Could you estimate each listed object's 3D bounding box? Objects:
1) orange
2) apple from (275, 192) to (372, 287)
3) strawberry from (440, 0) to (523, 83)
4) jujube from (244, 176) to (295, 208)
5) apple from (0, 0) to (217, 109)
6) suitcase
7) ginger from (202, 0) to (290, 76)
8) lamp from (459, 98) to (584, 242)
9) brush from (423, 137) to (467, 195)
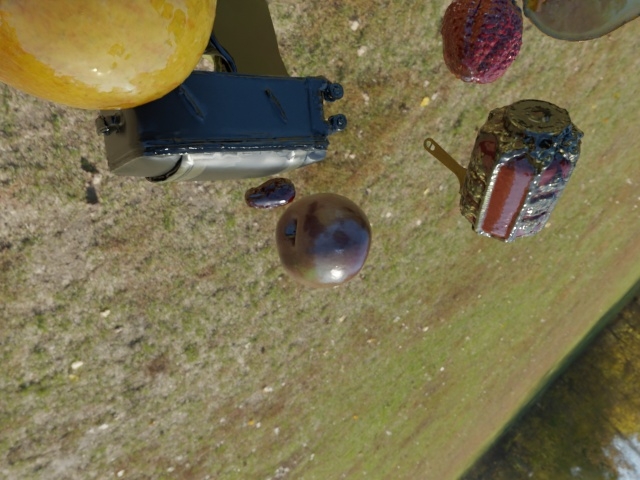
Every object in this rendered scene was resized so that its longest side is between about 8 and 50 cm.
[{"bbox_3d":[0.535,-0.517,0.815,0.274,0.274,0.310,-19,175,-36],"label":"orange"},{"bbox_3d":[0.000,0.000,1.313,0.235,0.305,0.305,8,121,-33],"label":"apple"},{"bbox_3d":[0.480,-0.618,1.385,0.288,0.250,0.238,-62,156,-15],"label":"strawberry"},{"bbox_3d":[-0.126,-0.117,1.142,0.129,0.077,0.077,-13,141,-8],"label":"jujube"},{"bbox_3d":[-0.279,-0.302,0.525,0.299,0.299,0.275,-60,169,21],"label":"apple"},{"bbox_3d":[-0.193,-0.214,0.876,0.434,0.283,0.194,-8,95,-35],"label":"suitcase"},{"bbox_3d":[-0.247,-0.500,1.256,0.358,0.211,0.413,65,30,-26],"label":"ginger"},{"bbox_3d":[0.348,-0.117,0.818,0.177,0.177,0.274,-35,148,-18],"label":"lamp"},{"bbox_3d":[0.399,-0.220,1.363,0.013,0.272,0.103,-9,139,-40],"label":"brush"}]
